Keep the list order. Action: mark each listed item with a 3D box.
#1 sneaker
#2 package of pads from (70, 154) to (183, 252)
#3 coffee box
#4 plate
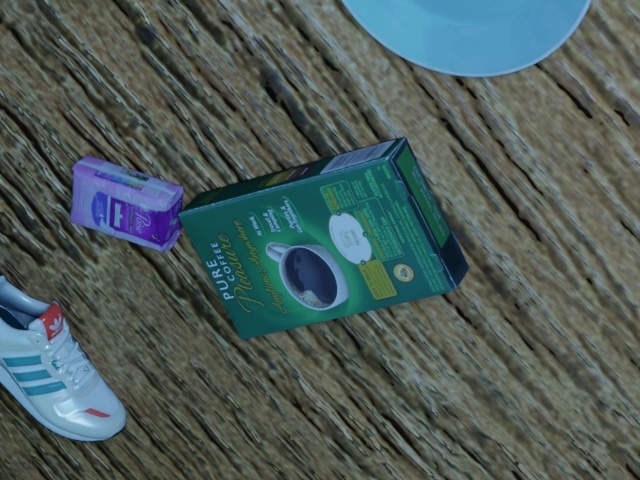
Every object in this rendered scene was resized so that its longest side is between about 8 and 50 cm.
[{"bbox_3d":[-0.213,0.091,1.550,0.161,0.057,0.075,40,134,1],"label":"sneaker"},{"bbox_3d":[-0.144,-0.026,1.458,0.083,0.032,0.050,18,129,14],"label":"package of pads"},{"bbox_3d":[0.000,0.000,1.399,0.184,0.040,0.113,-16,112,32],"label":"coffee box"},{"bbox_3d":[0.088,-0.192,1.245,0.188,0.024,0.188,12,124,18],"label":"plate"}]
